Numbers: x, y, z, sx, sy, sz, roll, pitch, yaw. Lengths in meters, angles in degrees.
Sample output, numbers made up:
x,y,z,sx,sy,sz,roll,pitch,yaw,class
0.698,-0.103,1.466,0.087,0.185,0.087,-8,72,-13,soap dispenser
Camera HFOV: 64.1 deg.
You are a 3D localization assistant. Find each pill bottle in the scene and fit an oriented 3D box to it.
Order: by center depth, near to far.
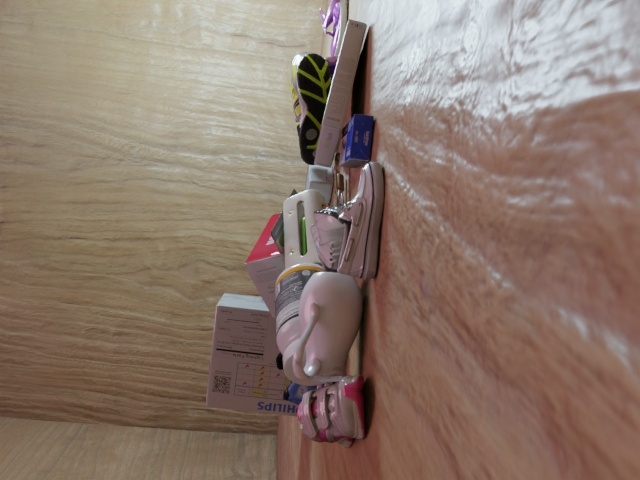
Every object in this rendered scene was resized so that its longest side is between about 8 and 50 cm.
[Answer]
x,y,z,sx,sy,sz,roll,pitch,yaw,class
-0.029,0.197,1.236,0.278,0.162,0.162,-99,15,-52,pill bottle

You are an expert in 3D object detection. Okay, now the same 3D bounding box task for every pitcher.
x,y,z,sx,sy,sz,roll,pitch,yaw,class
0.006,0.163,0.968,0.178,0.125,0.207,33,-120,-61,pitcher

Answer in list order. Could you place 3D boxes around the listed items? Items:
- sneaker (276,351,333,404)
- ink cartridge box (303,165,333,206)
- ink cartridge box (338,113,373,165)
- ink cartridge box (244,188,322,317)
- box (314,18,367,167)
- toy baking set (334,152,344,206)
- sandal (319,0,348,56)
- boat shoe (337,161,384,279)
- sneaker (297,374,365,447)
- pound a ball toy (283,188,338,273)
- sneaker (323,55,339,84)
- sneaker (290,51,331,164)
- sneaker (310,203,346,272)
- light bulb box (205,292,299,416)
x,y,z,sx,sy,sz,roll,pitch,yaw,class
-0.039,0.280,1.344,0.330,0.147,0.130,-87,7,-49,sneaker
-0.012,-0.158,1.854,0.153,0.086,0.208,-93,11,-55,ink cartridge box
0.080,-0.226,1.190,0.207,0.046,0.097,-139,55,-84,ink cartridge box
-0.111,0.030,1.580,0.309,0.130,0.272,-70,-39,-59,ink cartridge box
0.051,-0.389,1.384,0.232,0.058,0.322,110,175,-73,box
0.056,-0.152,1.450,0.256,0.030,0.197,69,-161,-87,toy baking set
0.045,-0.864,1.952,0.169,0.102,0.416,110,165,-68,sandal
0.070,-0.043,0.940,0.083,0.075,0.226,113,162,-71,boat shoe
0.016,0.315,0.925,0.252,0.111,0.103,104,170,-53,sneaker
0.000,0.000,1.485,0.208,0.135,0.319,52,-156,-44,pound a ball toy
0.042,-0.536,1.751,0.236,0.095,0.105,98,170,-75,sneaker
-0.024,-0.445,1.735,0.147,0.145,0.385,-122,27,-55,sneaker
0.043,-0.004,1.187,0.297,0.111,0.129,102,158,-77,sneaker
-0.205,0.401,1.829,0.225,0.357,0.361,-124,41,-84,light bulb box
